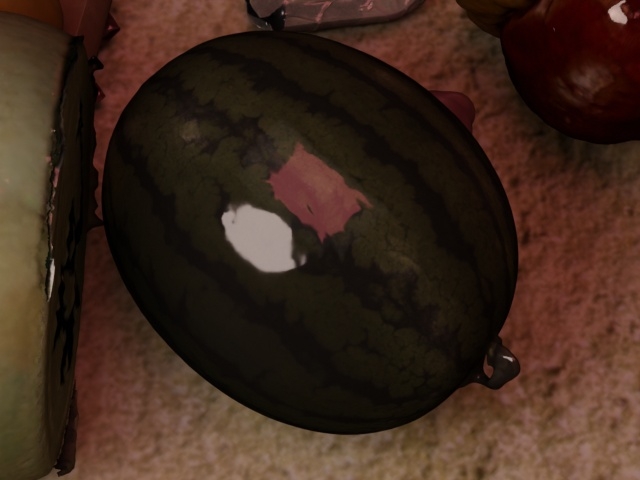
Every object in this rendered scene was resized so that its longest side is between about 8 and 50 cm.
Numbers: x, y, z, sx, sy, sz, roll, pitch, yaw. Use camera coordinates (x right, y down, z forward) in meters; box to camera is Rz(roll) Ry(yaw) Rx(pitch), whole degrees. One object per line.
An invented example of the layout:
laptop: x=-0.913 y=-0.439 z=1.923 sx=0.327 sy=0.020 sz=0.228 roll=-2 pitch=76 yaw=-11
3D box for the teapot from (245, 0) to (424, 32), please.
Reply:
teapot: x=0.021 y=-0.300 z=1.695 sx=0.178 sy=0.163 sz=0.221 roll=4 pitch=64 yaw=-12

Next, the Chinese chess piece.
Chinese chess piece: x=-0.243 y=0.008 z=1.410 sx=0.146 sy=0.349 sz=0.349 roll=3 pitch=64 yaw=-2

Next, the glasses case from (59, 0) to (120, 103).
glasses case: x=-0.228 y=-0.159 z=1.660 sx=0.102 sy=0.070 sz=0.193 roll=-1 pitch=64 yaw=27

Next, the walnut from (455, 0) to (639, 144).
walnut: x=0.232 y=-0.205 z=1.618 sx=0.244 sy=0.269 sz=0.221 roll=26 pitch=78 yaw=0

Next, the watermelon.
watermelon: x=0.000 y=0.000 z=1.486 sx=0.359 sy=0.279 sz=0.279 roll=40 pitch=67 yaw=6

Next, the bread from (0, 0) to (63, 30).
bread: x=-0.311 y=-0.149 z=1.573 sx=0.217 sy=0.147 sz=0.098 roll=-23 pitch=82 yaw=18

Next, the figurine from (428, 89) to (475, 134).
figurine: x=0.092 y=-0.092 z=1.655 sx=0.071 sy=0.067 sz=0.083 roll=21 pitch=79 yaw=26
